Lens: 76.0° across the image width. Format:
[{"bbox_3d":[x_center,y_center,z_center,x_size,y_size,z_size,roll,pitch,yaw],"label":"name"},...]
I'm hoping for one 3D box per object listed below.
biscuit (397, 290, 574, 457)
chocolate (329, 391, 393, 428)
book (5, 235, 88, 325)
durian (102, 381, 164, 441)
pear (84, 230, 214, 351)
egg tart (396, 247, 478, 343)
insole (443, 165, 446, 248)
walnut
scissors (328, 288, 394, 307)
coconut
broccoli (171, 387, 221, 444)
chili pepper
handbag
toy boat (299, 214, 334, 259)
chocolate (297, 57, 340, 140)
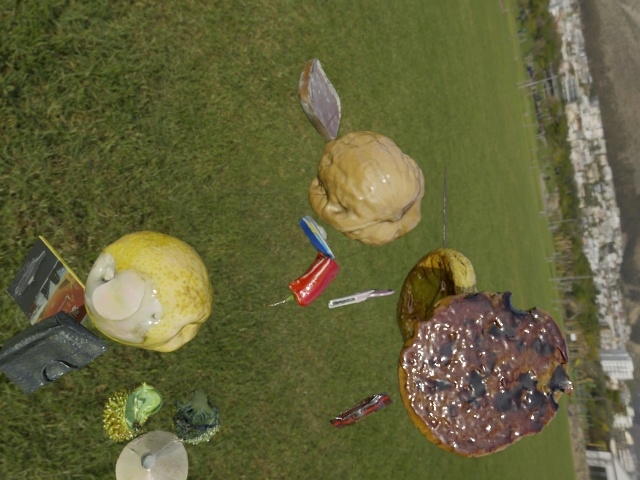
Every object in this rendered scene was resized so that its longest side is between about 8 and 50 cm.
[{"bbox_3d":[0.306,0.241,0.783,0.081,0.333,0.290,113,-36,-80],"label":"biscuit"},{"bbox_3d":[0.116,0.480,1.146,0.086,0.182,0.028,58,3,-43],"label":"chocolate"},{"bbox_3d":[-0.973,0.197,1.475,0.263,0.373,0.028,-53,161,9],"label":"book"},{"bbox_3d":[-0.760,0.683,1.637,0.200,0.176,0.237,52,14,-3],"label":"durian"},{"bbox_3d":[-0.368,0.116,0.905,0.271,0.270,0.272,24,62,-55],"label":"pear"},{"bbox_3d":[0.351,0.190,1.183,0.132,0.341,0.342,15,65,-22],"label":"egg tart"},{"bbox_3d":[0.473,-0.121,1.553,0.111,0.007,0.329,9,82,-68],"label":"insole"},{"bbox_3d":[0.091,-0.111,0.858,0.257,0.256,0.225,-68,151,-41],"label":"walnut"},{"bbox_3d":[0.081,0.121,0.876,0.176,0.085,0.022,-6,92,-43],"label":"scissors"},{"bbox_3d":[-0.572,0.785,1.399,0.244,0.238,0.239,112,2,-46],"label":"coconut"},{"bbox_3d":[-0.598,0.850,1.931,0.242,0.273,0.181,20,99,-20],"label":"broccoli"},{"bbox_3d":[-0.064,0.211,1.747,0.338,0.134,0.131,-46,124,-11],"label":"chili pepper"},{"bbox_3d":[-0.748,0.311,1.130,0.175,0.270,0.089,63,-1,-29],"label":"handbag"},{"bbox_3d":[0.000,0.000,1.909,0.129,0.088,0.295,58,-3,-41],"label":"toy boat"},{"bbox_3d":[-0.015,-0.451,1.338,0.254,0.080,0.157,44,54,-59],"label":"chocolate"}]
